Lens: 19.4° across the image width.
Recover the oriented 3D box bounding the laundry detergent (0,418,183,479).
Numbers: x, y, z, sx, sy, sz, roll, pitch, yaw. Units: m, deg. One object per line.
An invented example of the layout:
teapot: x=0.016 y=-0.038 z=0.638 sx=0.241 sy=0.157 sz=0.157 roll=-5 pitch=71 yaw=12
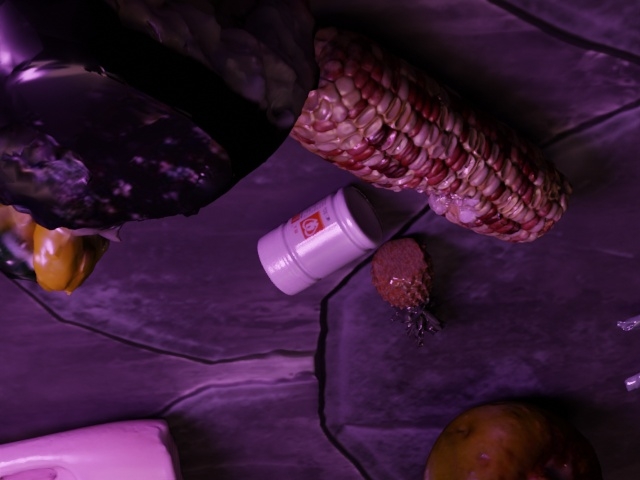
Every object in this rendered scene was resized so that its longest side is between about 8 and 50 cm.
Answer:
laundry detergent: x=-0.292 y=0.241 z=1.692 sx=0.335 sy=0.088 sz=0.159 roll=-9 pitch=134 yaw=-2

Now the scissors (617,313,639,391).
scissors: x=0.452 y=0.051 z=1.687 sx=0.383 sy=0.029 sz=0.256 roll=-20 pitch=139 yaw=7

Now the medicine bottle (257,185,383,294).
medicine bottle: x=0.000 y=0.000 z=1.509 sx=0.089 sy=0.057 sz=0.057 roll=-32 pitch=135 yaw=21

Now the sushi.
sushi: x=-0.192 y=-0.117 z=1.144 sx=0.285 sy=0.328 sz=0.328 roll=-42 pitch=135 yaw=23

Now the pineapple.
pineapple: x=0.079 y=0.051 z=1.585 sx=0.058 sy=0.058 sz=0.124 roll=-17 pitch=139 yaw=6

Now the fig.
fig: x=0.176 y=0.241 z=1.741 sx=0.181 sy=0.181 sz=0.191 roll=0 pitch=159 yaw=-13

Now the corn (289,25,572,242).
corn: x=0.083 y=-0.070 z=1.423 sx=0.290 sy=0.098 sz=0.098 roll=28 pitch=125 yaw=-38
